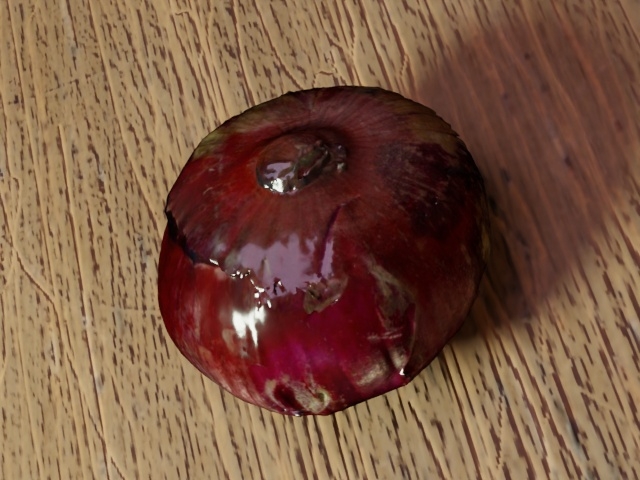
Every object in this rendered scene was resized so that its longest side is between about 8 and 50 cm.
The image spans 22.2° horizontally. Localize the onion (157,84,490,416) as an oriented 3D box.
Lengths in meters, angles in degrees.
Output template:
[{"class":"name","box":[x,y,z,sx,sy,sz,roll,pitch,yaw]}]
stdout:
[{"class":"onion","box":[0.000,0.000,1.132,0.246,0.190,0.246,-11,48,13]}]
